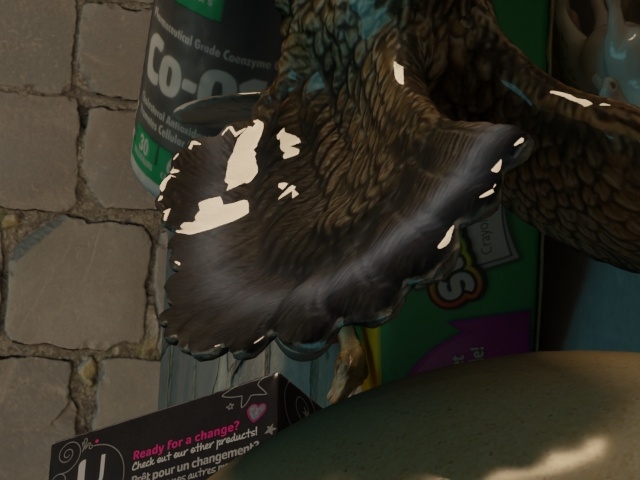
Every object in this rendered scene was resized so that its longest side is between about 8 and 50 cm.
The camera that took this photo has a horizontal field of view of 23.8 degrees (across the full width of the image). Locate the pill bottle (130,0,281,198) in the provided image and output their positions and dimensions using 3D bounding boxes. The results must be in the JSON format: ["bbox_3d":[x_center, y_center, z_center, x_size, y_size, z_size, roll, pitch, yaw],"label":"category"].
[{"bbox_3d":[-0.052,-0.210,1.391,0.204,0.204,0.361,-103,22,-58],"label":"pill bottle"}]

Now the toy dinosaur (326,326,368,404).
[{"bbox_3d":[0.000,0.000,0.870,0.092,0.053,0.183,8,114,68],"label":"toy dinosaur"}]

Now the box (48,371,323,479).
[{"bbox_3d":[-0.025,0.202,0.883,0.247,0.163,0.142,43,-145,-47],"label":"box"}]

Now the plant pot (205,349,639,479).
[{"bbox_3d":[0.090,0.142,0.454,0.191,0.284,0.284,-50,32,40],"label":"plant pot"}]

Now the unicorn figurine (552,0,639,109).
[{"bbox_3d":[0.148,-0.098,0.769,0.162,0.060,0.111,-66,-26,-82],"label":"unicorn figurine"}]

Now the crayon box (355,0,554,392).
[{"bbox_3d":[0.054,-0.114,0.917,0.313,0.106,0.363,-105,10,-57],"label":"crayon box"}]

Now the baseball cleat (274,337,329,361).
[{"bbox_3d":[-0.014,0.066,1.443,0.206,0.072,0.109,-93,0,-54],"label":"baseball cleat"}]

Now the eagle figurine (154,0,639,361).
[{"bbox_3d":[0.044,-0.054,0.572,0.225,0.226,0.298,47,-162,-54],"label":"eagle figurine"}]
